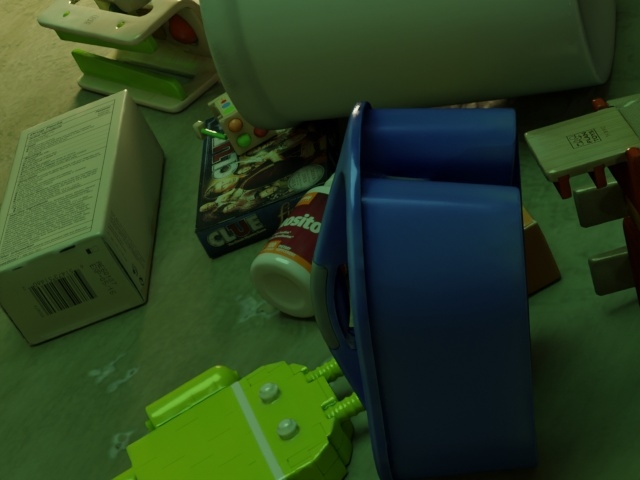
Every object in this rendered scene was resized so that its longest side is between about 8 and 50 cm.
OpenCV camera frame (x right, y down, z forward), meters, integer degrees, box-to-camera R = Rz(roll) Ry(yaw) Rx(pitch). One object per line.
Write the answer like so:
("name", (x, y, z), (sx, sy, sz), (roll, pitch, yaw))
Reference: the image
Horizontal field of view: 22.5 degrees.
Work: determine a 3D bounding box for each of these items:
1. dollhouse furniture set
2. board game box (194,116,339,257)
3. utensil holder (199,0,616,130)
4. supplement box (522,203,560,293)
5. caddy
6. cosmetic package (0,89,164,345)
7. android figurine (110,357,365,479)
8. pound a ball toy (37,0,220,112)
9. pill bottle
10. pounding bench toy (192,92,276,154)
("dollhouse furniture set", (0.258, 0.016, 1.272), (0.135, 0.259, 0.262), (-18, 31, 1))
("board game box", (-0.060, -0.092, 1.868), (0.165, 0.042, 0.243), (-21, 33, 13))
("utensil holder", (0.104, -0.295, 1.734), (0.386, 0.327, 0.327), (-3, 39, 19))
("supplement box", (0.155, -0.031, 1.585), (0.080, 0.078, 0.233), (-29, 33, 1))
("caddy", (0.082, 0.045, 1.319), (0.179, 0.341, 0.241), (-4, 36, 7))
("cosmetic package", (-0.285, -0.033, 1.900), (0.160, 0.113, 0.309), (-20, 33, 14))
("android figurine", (-0.083, 0.202, 1.472), (0.273, 0.056, 0.248), (-31, 32, 1))
("pound a ball toy", (-0.253, -0.303, 2.159), (0.136, 0.208, 0.319), (-44, 34, -22))
("pill bottle", (0.000, 0.000, 1.655), (0.086, 0.086, 0.152), (3, 44, 40))
("pounding bench toy", (-0.104, -0.133, 1.869), (0.083, 0.052, 0.065), (-30, 32, -1))
